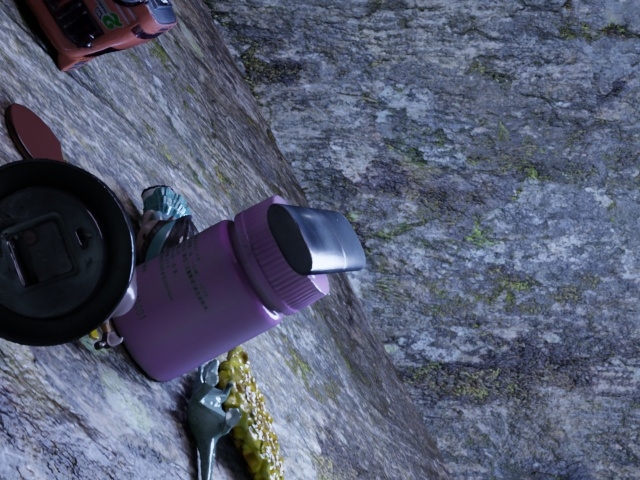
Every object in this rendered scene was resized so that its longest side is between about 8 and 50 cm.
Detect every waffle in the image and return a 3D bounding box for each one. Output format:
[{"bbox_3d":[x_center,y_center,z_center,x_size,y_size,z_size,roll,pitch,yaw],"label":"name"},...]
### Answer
[{"bbox_3d":[-0.107,0.300,2.074,0.243,0.058,0.238,-98,166,-67],"label":"waffle"}]

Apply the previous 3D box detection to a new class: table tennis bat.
[{"bbox_3d":[-0.403,-0.125,1.915,0.220,0.019,0.130,47,17,-50],"label":"table tennis bat"}]

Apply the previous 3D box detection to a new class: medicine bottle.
[{"bbox_3d":[-0.150,0.071,1.883,0.178,0.290,0.178,58,10,-17],"label":"medicine bottle"}]

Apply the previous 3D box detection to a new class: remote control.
[{"bbox_3d":[0.000,0.000,1.856,0.107,0.044,0.377,67,11,5],"label":"remote control"}]

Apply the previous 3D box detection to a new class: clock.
[{"bbox_3d":[-0.316,0.013,1.450,0.215,0.215,0.042,62,5,-2],"label":"clock"}]

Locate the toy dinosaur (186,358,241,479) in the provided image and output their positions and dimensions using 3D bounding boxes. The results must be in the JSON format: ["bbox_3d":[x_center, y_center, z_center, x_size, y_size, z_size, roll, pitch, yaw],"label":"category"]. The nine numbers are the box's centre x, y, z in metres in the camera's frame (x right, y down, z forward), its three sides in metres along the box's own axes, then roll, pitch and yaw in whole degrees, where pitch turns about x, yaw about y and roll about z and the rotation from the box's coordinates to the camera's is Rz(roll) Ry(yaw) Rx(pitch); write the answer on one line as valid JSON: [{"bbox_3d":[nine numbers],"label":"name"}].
[{"bbox_3d":[-0.157,0.274,1.856,0.383,0.076,0.129,-96,-163,-57],"label":"toy dinosaur"}]

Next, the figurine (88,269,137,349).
[{"bbox_3d":[-0.319,0.034,1.686,0.229,0.112,0.137,48,20,-18],"label":"figurine"}]

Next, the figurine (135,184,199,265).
[{"bbox_3d":[-0.252,0.001,2.104,0.245,0.110,0.138,-110,-169,-60],"label":"figurine"}]

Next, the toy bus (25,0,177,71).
[{"bbox_3d":[-0.436,-0.510,2.176,0.427,0.233,0.203,59,11,-6],"label":"toy bus"}]
